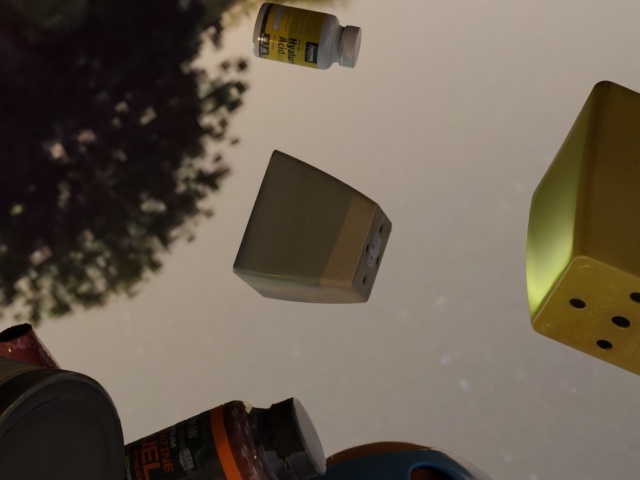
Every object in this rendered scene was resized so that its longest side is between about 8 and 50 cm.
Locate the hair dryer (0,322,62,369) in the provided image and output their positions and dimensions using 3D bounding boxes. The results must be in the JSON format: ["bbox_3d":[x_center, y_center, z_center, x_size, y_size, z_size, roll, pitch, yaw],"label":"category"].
[{"bbox_3d":[-0.259,0.218,1.383,0.080,0.293,0.223,-8,162,17],"label":"hair dryer"}]

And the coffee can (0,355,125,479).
[{"bbox_3d":[-0.301,0.156,1.052,0.275,0.201,0.201,12,-145,24],"label":"coffee can"}]

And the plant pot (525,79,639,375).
[{"bbox_3d":[0.314,0.010,1.521,0.212,0.212,0.187,111,1,-55],"label":"plant pot"}]

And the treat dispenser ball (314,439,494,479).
[{"bbox_3d":[0.078,0.350,1.607,0.288,0.288,0.288,-31,-167,8],"label":"treat dispenser ball"}]

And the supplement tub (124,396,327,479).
[{"bbox_3d":[-0.097,0.198,1.286,0.198,0.106,0.106,-24,-166,6],"label":"supplement tub"}]

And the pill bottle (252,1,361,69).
[{"bbox_3d":[-0.014,-0.229,1.766,0.116,0.065,0.065,11,-156,8],"label":"pill bottle"}]

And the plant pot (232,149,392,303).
[{"bbox_3d":[0.000,0.000,1.307,0.109,0.096,0.109,47,60,-71],"label":"plant pot"}]
